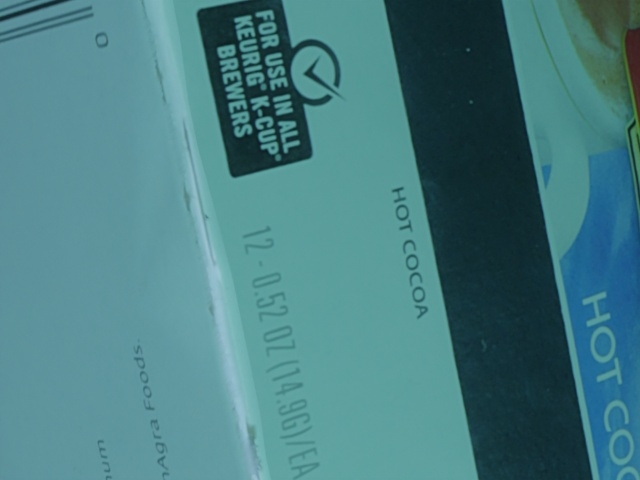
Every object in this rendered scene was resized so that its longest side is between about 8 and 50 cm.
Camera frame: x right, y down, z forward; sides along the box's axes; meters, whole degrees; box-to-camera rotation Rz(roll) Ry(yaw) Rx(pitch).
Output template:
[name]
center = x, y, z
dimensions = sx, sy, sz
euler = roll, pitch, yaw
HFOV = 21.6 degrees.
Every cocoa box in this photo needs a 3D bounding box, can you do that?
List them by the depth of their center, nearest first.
[cocoa box]
center = 0.000, 0.000, 0.512
dimensions = 0.231, 0.228, 0.347
euler = -3, 101, 53
